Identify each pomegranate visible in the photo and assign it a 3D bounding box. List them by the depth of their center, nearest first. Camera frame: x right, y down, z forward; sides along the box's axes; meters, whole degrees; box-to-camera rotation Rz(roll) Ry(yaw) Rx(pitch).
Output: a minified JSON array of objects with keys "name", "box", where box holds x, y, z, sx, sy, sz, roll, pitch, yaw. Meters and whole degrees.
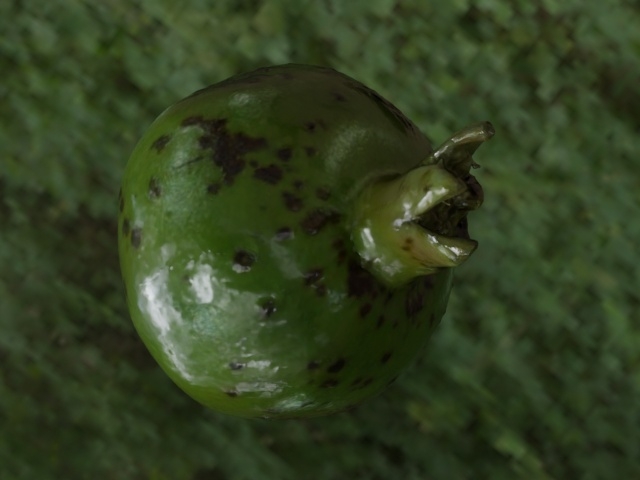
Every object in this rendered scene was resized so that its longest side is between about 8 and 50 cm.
[{"name":"pomegranate","box":[0.000,0.000,1.004,0.263,0.211,0.211,-6,157,43]}]
